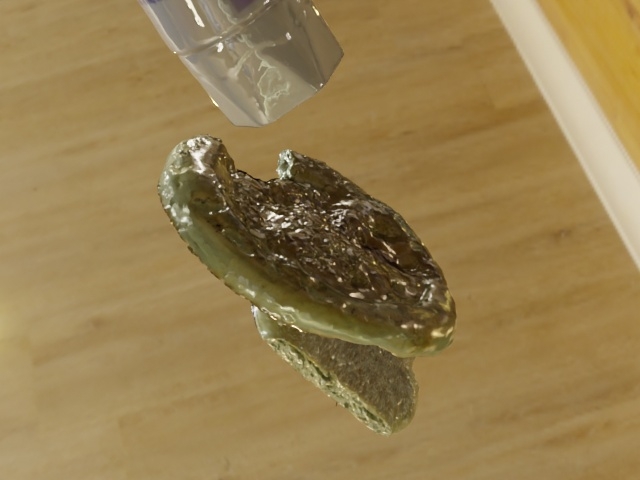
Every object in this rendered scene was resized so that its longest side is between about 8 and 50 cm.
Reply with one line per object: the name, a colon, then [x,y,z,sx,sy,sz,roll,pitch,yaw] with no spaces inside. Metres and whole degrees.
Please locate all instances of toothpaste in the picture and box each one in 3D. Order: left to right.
toothpaste: [-0.115,-0.221,0.561,0.080,0.371,0.125,-37,-155,-5]

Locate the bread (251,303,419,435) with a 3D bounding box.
bread: [0.037,0.096,1.379,0.056,0.286,0.207,-16,-132,39]

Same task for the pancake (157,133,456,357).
pancake: [0.000,0.000,0.857,0.254,0.037,0.253,26,-156,-13]
